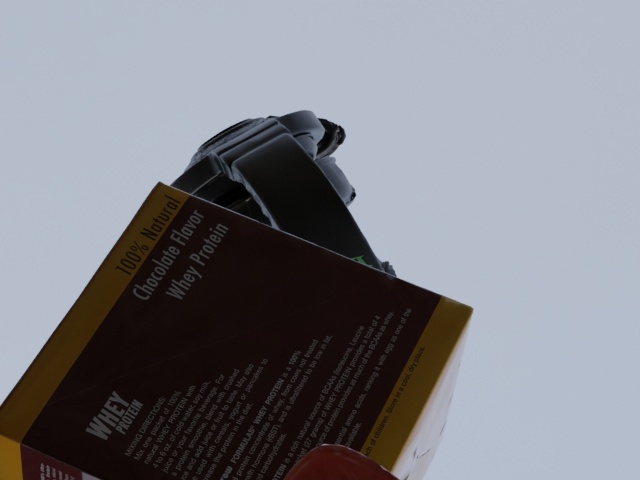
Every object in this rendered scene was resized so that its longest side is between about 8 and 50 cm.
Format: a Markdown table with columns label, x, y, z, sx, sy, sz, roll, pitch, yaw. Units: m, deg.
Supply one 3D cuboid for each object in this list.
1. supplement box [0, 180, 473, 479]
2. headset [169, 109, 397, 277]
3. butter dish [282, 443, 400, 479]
| label | x | y | z | sx | sy | sz | roll | pitch | yaw |
| --- | --- | --- | --- | --- | --- | --- | --- | --- | --- |
| supplement box | -0.047 | 0.104 | 0.966 | 0.194 | 0.129 | 0.191 | 22 | -129 | 12 |
| headset | 0.000 | 0.000 | 1.325 | 0.185 | 0.243 | 0.394 | -29 | -156 | -10 |
| butter dish | 0.003 | 0.164 | 0.465 | 0.160 | 0.118 | 0.160 | 38 | -66 | 17 |
